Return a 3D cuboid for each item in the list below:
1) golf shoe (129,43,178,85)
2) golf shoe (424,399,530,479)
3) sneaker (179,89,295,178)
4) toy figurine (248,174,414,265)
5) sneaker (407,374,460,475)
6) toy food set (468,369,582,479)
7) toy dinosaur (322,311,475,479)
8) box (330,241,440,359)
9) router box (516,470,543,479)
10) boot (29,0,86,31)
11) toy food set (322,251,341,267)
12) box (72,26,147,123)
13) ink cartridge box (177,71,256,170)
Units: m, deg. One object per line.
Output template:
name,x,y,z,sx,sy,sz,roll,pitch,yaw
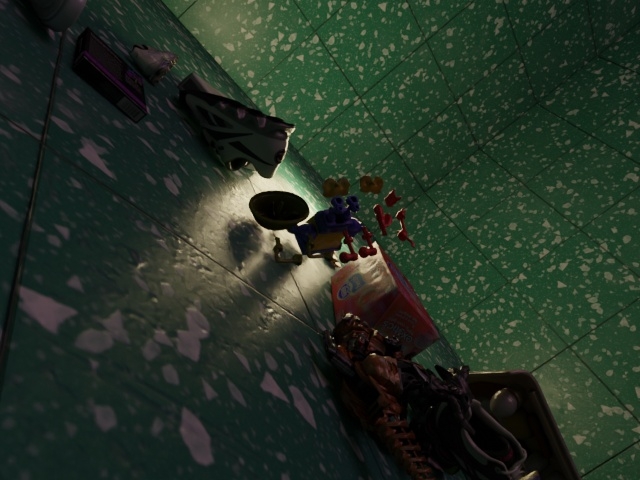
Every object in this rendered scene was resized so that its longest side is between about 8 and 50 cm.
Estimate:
golf shoe,-0.363,-0.400,1.024,0.086,0.069,0.176,40,12,-25
golf shoe,0.272,0.361,0.714,0.273,0.105,0.120,50,-27,14
sneaker,-0.211,-0.237,1.037,0.330,0.147,0.122,32,24,32
toy figurine,0.000,0.000,1.056,0.362,0.217,0.192,-9,67,-29
sneaker,0.228,0.344,0.930,0.121,0.111,0.300,44,2,-3
toy food set,0.389,0.419,0.991,0.219,0.092,0.307,-35,-105,61
toy dinosaur,0.093,0.227,0.686,0.218,0.164,0.322,33,33,-18
box,0.125,0.139,1.027,0.142,0.154,0.300,49,11,-14
router box,0.244,0.375,0.339,0.309,0.081,0.243,55,12,4
boot,-0.423,-0.394,0.661,0.258,0.095,0.123,47,11,34
toy food set,0.030,0.045,1.341,0.083,0.020,0.083,40,14,-52
box,-0.333,-0.266,0.749,0.116,0.029,0.162,45,12,-41
ink cartridge box,-0.240,-0.311,1.290,0.275,0.060,0.239,51,8,2
